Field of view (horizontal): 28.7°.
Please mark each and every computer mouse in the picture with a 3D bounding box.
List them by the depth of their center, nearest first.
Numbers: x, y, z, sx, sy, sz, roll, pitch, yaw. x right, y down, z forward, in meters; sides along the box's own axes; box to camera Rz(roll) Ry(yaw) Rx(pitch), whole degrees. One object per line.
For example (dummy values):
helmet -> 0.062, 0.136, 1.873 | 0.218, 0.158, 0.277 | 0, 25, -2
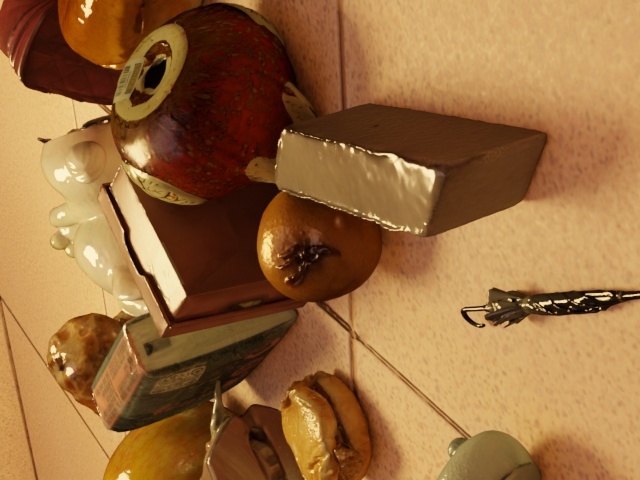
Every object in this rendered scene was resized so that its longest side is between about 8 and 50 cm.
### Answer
computer mouse -> -0.066, 0.367, 1.701 | 0.115, 0.199, 0.389 | 1, 109, 44

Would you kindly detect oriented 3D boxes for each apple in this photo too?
apple -> -0.206, 0.382, 1.910 | 0.264, 0.264, 0.264 | 45, 144, 46

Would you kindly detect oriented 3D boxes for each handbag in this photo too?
handbag -> -0.340, -0.282, 1.766 | 0.135, 0.225, 0.146 | 46, 117, 41

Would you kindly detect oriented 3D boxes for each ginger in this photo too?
ginger -> -0.300, 0.207, 2.037 | 0.375, 0.256, 0.176 | 99, 156, -69

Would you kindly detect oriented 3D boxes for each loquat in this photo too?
loquat -> 0.000, 0.000, 1.348 | 0.141, 0.141, 0.141 | 45, 144, 46

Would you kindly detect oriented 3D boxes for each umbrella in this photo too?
umbrella -> 0.189, 0.054, 1.100 | 0.044, 0.044, 0.269 | 46, 157, -11

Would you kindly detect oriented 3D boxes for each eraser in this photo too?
eraser -> 0.069, -0.071, 1.178 | 0.352, 0.111, 0.077 | 21, 124, 60

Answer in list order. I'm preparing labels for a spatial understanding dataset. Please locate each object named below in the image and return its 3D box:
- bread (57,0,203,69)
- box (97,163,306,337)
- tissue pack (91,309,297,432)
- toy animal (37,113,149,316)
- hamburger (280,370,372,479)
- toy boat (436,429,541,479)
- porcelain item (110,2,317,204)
bread -> -0.229, -0.377, 1.513 | 0.236, 0.183, 0.388 | 60, 153, 31
box -> -0.131, -0.007, 1.531 | 0.215, 0.215, 0.086 | 62, 141, 23
tissue pack -> -0.182, 0.160, 1.726 | 0.103, 0.228, 0.315 | 66, 155, 13
toy animal -> -0.304, -0.036, 1.903 | 0.247, 0.183, 0.310 | -14, 94, 66
hamburger -> 0.007, 0.240, 1.561 | 0.147, 0.083, 0.138 | 59, 157, 30
toy boat -> 0.146, 0.268, 1.216 | 0.079, 0.134, 0.207 | 37, 138, 37
porcelain item -> -0.111, -0.143, 1.447 | 0.253, 0.253, 0.253 | 45, 144, 46
